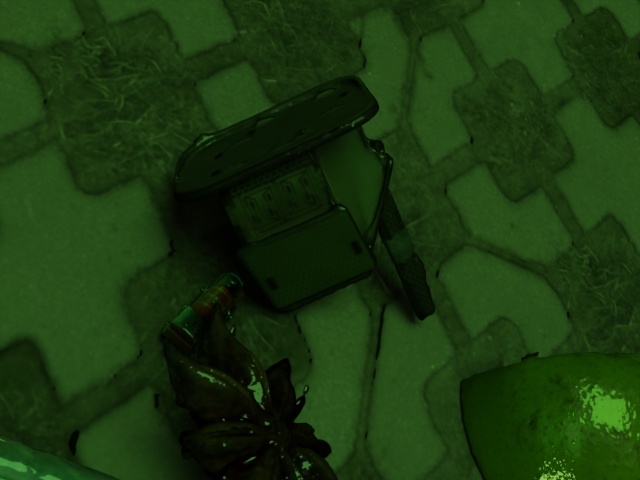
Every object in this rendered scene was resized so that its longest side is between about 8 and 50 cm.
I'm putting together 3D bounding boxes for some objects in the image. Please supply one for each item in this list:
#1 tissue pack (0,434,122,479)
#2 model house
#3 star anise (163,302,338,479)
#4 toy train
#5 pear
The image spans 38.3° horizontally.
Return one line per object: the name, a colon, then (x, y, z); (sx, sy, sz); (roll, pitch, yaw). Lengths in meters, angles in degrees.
tissue pack: (-0.131, 0.276, 0.627); (0.388, 0.287, 0.162); (25, 54, -13)
model house: (0.000, 0.000, 0.980); (0.205, 0.218, 0.279); (-99, 166, -70)
star anise: (-0.070, 0.187, 0.813); (0.272, 0.102, 0.272); (47, 21, -24)
toy train: (-0.113, 0.070, 0.902); (0.044, 0.064, 0.103); (42, 51, 2)
pear: (0.313, 0.247, 0.988); (0.288, 0.139, 0.239); (8, 67, -22)
